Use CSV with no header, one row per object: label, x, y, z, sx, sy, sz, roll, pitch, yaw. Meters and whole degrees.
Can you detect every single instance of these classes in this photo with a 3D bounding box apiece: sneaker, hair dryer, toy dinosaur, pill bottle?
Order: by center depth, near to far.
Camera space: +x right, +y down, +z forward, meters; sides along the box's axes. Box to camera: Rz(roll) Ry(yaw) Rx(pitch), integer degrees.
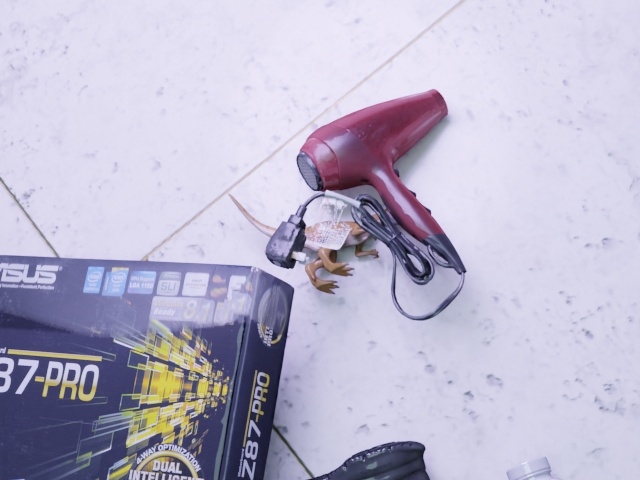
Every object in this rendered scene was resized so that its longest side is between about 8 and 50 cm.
pill bottle,0.244,0.297,1.674,0.065,0.065,0.116,-23,73,5
sneaker,-0.004,0.319,1.701,0.286,0.109,0.130,-21,83,9
hair dryer,0.076,-0.054,1.774,0.224,0.080,0.293,19,66,1
toy dinosaur,0.000,0.000,1.808,0.212,0.064,0.112,-4,57,1

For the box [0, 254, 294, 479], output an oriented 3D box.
box,-0.237,0.183,1.727,0.395,0.097,0.318,3,74,30
